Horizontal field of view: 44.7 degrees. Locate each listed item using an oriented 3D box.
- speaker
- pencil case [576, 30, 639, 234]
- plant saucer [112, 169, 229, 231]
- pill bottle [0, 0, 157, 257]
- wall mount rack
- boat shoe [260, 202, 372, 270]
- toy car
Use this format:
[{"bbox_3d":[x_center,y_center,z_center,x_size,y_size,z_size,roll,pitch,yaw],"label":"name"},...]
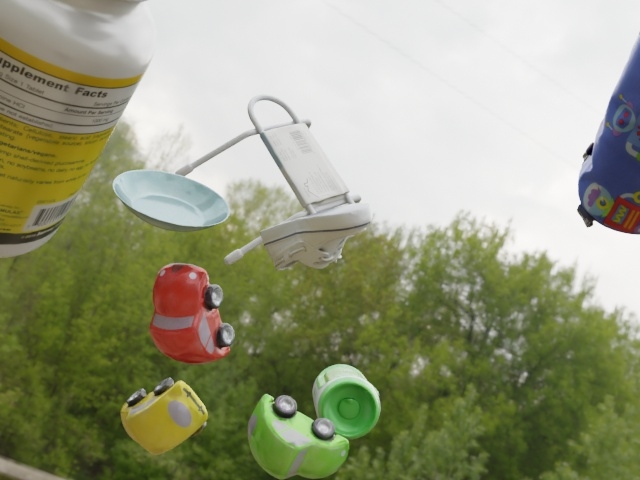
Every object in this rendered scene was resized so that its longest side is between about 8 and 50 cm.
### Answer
[{"bbox_3d":[0.049,0.328,1.606,0.131,0.131,0.296,22,-5,-1],"label":"speaker"},{"bbox_3d":[0.358,-0.143,0.802,0.133,0.119,0.306,35,-37,28],"label":"pencil case"},{"bbox_3d":[-0.248,-0.058,1.284,0.195,0.037,0.195,18,24,-8],"label":"plant saucer"},{"bbox_3d":[-0.269,-0.158,0.711,0.188,0.187,0.334,28,-60,-19],"label":"pill bottle"},{"bbox_3d":[-0.092,-0.110,1.526,0.350,0.304,0.130,58,-41,15],"label":"wall mount rack"},{"bbox_3d":[0.000,0.000,1.184,0.095,0.084,0.258,-18,3,-30],"label":"boat shoe"},{"bbox_3d":[-0.081,0.158,0.717,0.225,0.053,0.239,28,-54,7],"label":"toy car"}]
